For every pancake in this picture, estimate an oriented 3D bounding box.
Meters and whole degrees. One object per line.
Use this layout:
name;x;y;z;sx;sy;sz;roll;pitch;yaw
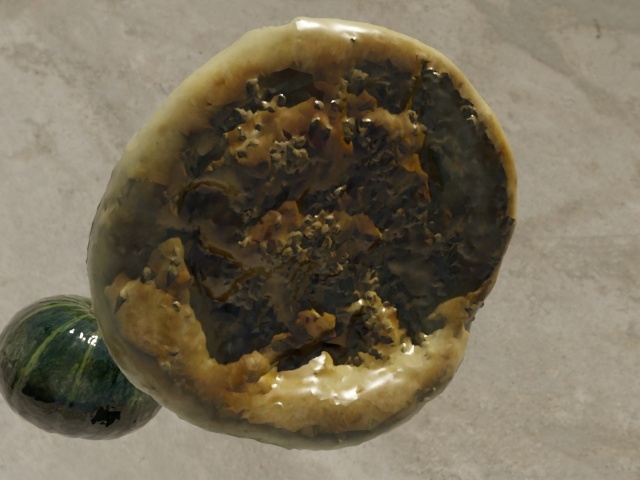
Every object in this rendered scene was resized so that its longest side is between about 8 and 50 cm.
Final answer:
pancake;0.000;0.000;0.429;0.283;0.049;0.282;-4;100;-20

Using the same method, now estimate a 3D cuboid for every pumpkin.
pumpkin;-0.225;0.121;0.671;0.167;0.167;0.125;25;79;4
